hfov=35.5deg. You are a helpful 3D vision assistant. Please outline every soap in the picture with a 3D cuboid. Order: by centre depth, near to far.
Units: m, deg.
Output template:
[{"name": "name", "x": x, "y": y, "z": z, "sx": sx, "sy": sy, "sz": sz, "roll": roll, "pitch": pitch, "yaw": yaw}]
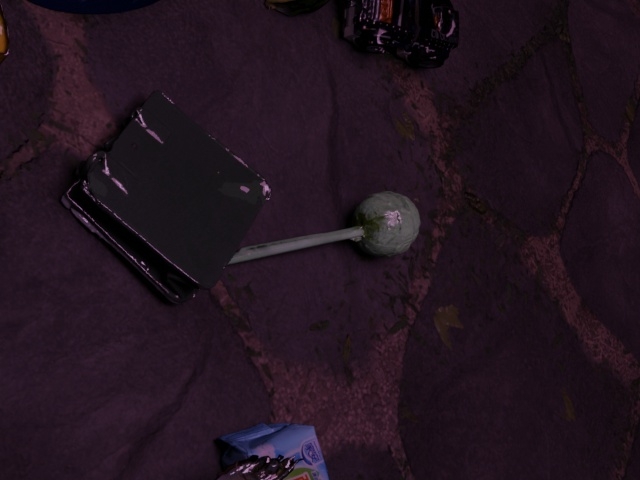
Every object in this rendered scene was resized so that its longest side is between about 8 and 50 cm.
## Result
[{"name": "soap", "x": -0.046, "y": 0.413, "z": 1.496, "sx": 0.156, "sy": 0.077, "sz": 0.293, "roll": -14, "pitch": 86, "yaw": -46}]

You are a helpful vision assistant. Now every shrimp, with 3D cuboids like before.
[{"name": "shrimp", "x": -0.130, "y": 0.414, "z": 1.365, "sx": 0.289, "sy": 0.075, "sz": 0.178, "roll": -30, "pitch": 106, "yaw": -28}]

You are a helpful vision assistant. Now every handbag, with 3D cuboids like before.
[{"name": "handbag", "x": -0.223, "y": -0.070, "z": 1.491, "sx": 0.260, "sy": 0.079, "sz": 0.247, "roll": 44, "pitch": 47, "yaw": -17}]

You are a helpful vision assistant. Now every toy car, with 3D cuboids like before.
[{"name": "toy car", "x": 0.163, "y": -0.443, "z": 1.986, "sx": 0.301, "sy": 0.118, "sz": 0.193, "roll": 6, "pitch": 83, "yaw": -45}]

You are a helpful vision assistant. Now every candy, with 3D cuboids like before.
[{"name": "candy", "x": 0.000, "y": 0.000, "z": 1.691, "sx": 0.440, "sy": 0.119, "sz": 0.119, "roll": -14, "pitch": 85, "yaw": -39}]

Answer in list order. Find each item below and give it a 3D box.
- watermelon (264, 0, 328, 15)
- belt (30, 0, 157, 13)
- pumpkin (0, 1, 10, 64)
[{"name": "watermelon", "x": -0.003, "y": -0.537, "z": 1.889, "sx": 0.128, "sy": 0.159, "sz": 0.303, "roll": 70, "pitch": 24, "yaw": -64}, {"name": "belt", "x": -0.325, "y": -0.460, "z": 1.512, "sx": 0.347, "sy": 0.117, "sz": 0.212, "roll": -21, "pitch": 92, "yaw": -45}, {"name": "pumpkin", "x": -0.553, "y": -0.241, "z": 1.194, "sx": 0.312, "sy": 0.148, "sz": 0.169, "roll": -19, "pitch": 80, "yaw": -37}]
